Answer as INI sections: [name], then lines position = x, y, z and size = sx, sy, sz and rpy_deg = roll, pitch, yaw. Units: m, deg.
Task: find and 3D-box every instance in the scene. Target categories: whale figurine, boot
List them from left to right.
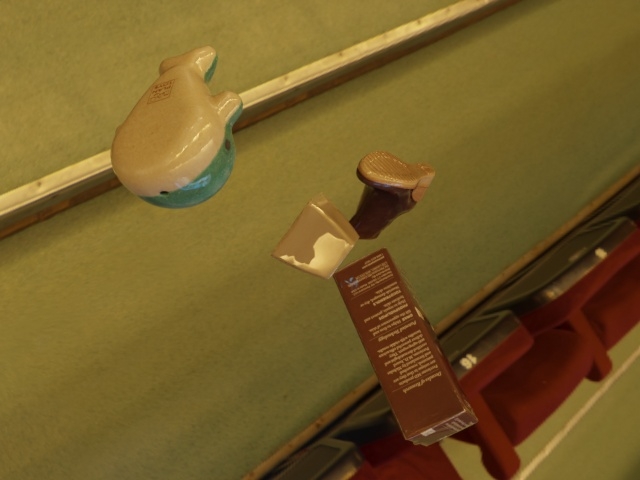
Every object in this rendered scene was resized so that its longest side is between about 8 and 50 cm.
[whale figurine]
position = -0.202, -0.166, 1.001
size = 0.141, 0.216, 0.272
rpy_deg = 52, 31, -48
[boot]
position = 0.105, -0.071, 1.309
size = 0.248, 0.207, 0.090
rpy_deg = -2, 50, -53

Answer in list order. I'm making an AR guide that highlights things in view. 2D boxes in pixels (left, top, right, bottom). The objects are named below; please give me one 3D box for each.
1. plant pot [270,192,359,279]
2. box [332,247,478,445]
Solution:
[plant pot]
position = 0.000, 0.000, 1.062
size = 0.096, 0.109, 0.109
rpy_deg = 37, 105, 2
[box]
position = 0.177, 0.224, 1.408
size = 0.381, 0.143, 0.191
rpy_deg = 68, 10, 26
